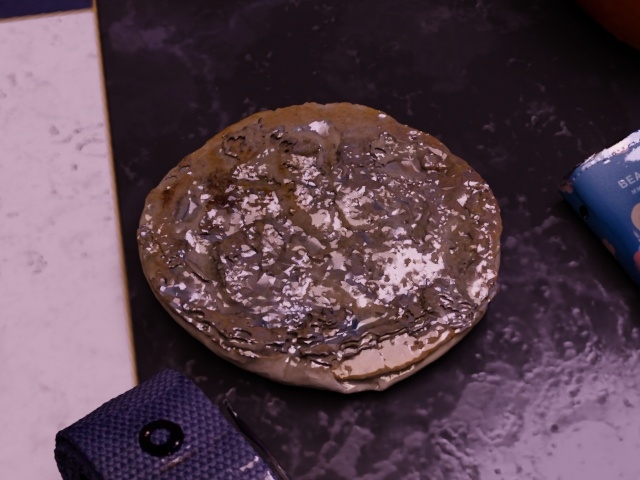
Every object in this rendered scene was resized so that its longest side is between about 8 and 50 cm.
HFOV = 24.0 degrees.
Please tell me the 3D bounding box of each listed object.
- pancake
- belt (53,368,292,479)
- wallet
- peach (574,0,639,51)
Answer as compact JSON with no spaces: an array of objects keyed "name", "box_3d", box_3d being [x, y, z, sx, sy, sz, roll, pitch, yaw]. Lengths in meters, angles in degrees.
[{"name":"pancake","box_3d":[0.001,-0.001,1.163,0.282,0.049,0.282,1,58,-1]},{"name":"belt","box_3d":[-0.071,0.189,0.999,0.126,0.139,0.230,-31,60,-22]},{"name":"wallet","box_3d":[0.299,-0.001,1.160,0.141,0.059,0.202,-29,61,-10]},{"name":"peach","box_3d":[0.364,-0.311,1.211,0.406,0.310,0.335,38,68,20]}]
